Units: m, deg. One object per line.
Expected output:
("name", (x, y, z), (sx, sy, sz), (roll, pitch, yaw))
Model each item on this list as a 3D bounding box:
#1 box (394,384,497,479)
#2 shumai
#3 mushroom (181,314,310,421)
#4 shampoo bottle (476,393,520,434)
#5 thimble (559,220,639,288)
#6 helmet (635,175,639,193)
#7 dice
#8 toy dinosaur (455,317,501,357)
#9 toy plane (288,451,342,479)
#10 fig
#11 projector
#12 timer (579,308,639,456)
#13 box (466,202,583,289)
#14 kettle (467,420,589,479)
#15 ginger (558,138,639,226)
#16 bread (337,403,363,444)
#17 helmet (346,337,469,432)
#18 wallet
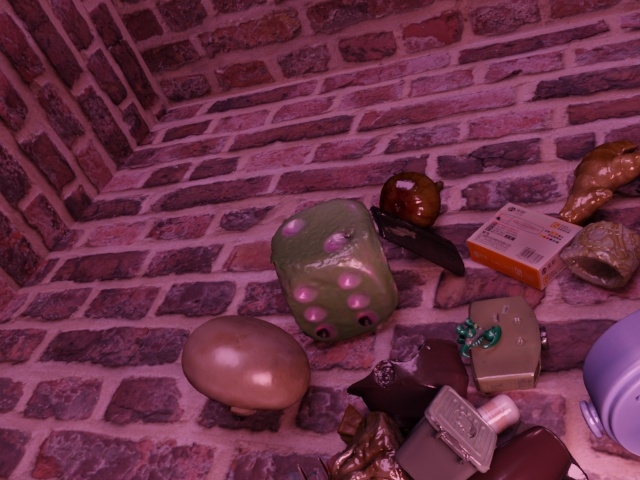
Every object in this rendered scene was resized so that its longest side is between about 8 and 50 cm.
("box", (0.262, 0.426, 1.293), (0.163, 0.243, 0.135), (44, 106, 13))
("shumai", (0.096, 0.490, 1.336), (0.185, 0.184, 0.218), (-1, 69, -28))
("mushroom", (-0.210, 0.369, 1.692), (0.362, 0.362, 0.295), (23, 97, 46))
("shampoo bottle", (0.376, 0.439, 1.447), (0.192, 0.074, 0.074), (-31, 37, -8))
("thimble", (0.768, 0.036, 1.674), (0.190, 0.137, 0.143), (20, 57, 39))
("helmet", (1.055, -0.185, 1.715), (0.197, 0.271, 0.338), (45, 45, 8))
("dice", (0.048, 0.091, 1.863), (0.318, 0.322, 0.330), (-20, 35, 6))
("toy dinosaur", (0.395, 0.248, 1.553), (0.096, 0.059, 0.132), (22, 50, 41))
("toy plane", (0.020, 0.635, 1.384), (0.222, 0.104, 0.326), (-24, 40, 2))
("fig", (0.357, -0.154, 2.140), (0.216, 0.217, 0.320), (14, 27, 41))
("projector", (0.486, 0.266, 1.589), (0.193, 0.088, 0.270), (-10, 39, 19))
("timer", (0.703, 0.277, 1.225), (0.394, 0.395, 0.173), (-17, 37, 10))
("box", (0.611, 0.008, 1.840), (0.220, 0.091, 0.273), (-37, 38, -18))
("kettle", (0.432, 0.508, 1.283), (0.232, 0.144, 0.202), (-34, 54, -16))
("ginger", (0.878, -0.170, 1.882), (0.236, 0.166, 0.376), (-2, 52, 38))
("bread", (0.124, 0.475, 1.545), (0.139, 0.074, 0.084), (2, 47, 33))
("helmet", (0.231, 0.380, 1.506), (0.305, 0.225, 0.177), (-31, 64, 8))
("wallet", (0.300, -0.006, 1.884), (0.044, 0.321, 0.170), (-53, 26, 27))
